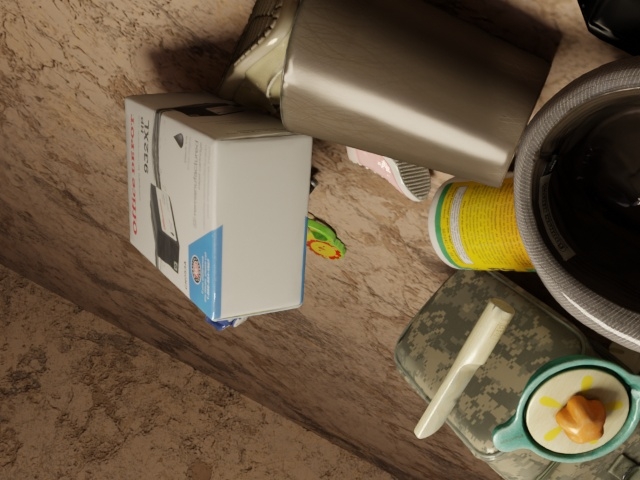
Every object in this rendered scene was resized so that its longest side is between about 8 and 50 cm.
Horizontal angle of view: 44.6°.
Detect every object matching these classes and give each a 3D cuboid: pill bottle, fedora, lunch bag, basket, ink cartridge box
[{"bbox_3d":[0.235,-0.022,0.886,0.208,0.117,0.117,-1,141,50],"label":"pill bottle"},{"bbox_3d":[0.304,-0.032,0.654,0.276,0.124,0.243,22,112,32],"label":"fedora"},{"bbox_3d":[0.284,0.203,1.084,0.256,0.212,0.305,41,-179,-31],"label":"lunch bag"},{"bbox_3d":[0.095,-0.152,0.767,0.227,0.154,0.204,22,149,11],"label":"basket"},{"bbox_3d":[-0.145,-0.060,1.017,0.307,0.129,0.223,30,123,53],"label":"ink cartridge box"}]

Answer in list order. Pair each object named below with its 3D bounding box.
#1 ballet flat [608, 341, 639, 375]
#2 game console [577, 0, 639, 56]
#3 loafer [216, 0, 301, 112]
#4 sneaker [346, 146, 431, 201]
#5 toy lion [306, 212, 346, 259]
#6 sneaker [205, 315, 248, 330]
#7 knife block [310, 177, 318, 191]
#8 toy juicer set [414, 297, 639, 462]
[{"bbox_3d":[0.455,0.194,1.096,0.124,0.116,0.342,43,166,24],"label":"ballet flat"},{"bbox_3d":[0.366,-0.160,0.552,0.361,0.044,0.213,29,158,6],"label":"game console"},{"bbox_3d":[-0.049,-0.211,0.888,0.092,0.101,0.268,20,173,-15],"label":"loafer"},{"bbox_3d":[0.083,-0.103,0.996,0.134,0.051,0.070,47,154,-26],"label":"sneaker"},{"bbox_3d":[0.000,0.000,1.328,0.096,0.034,0.100,25,156,-2],"label":"toy lion"},{"bbox_3d":[-0.160,0.124,1.639,0.112,0.131,0.296,36,155,-6],"label":"sneaker"},{"bbox_3d":[-0.113,-0.004,1.203,0.088,0.275,0.242,35,-174,-7],"label":"knife block"},{"bbox_3d":[0.276,0.146,0.826,0.329,0.089,0.209,2,114,-2],"label":"toy juicer set"}]
